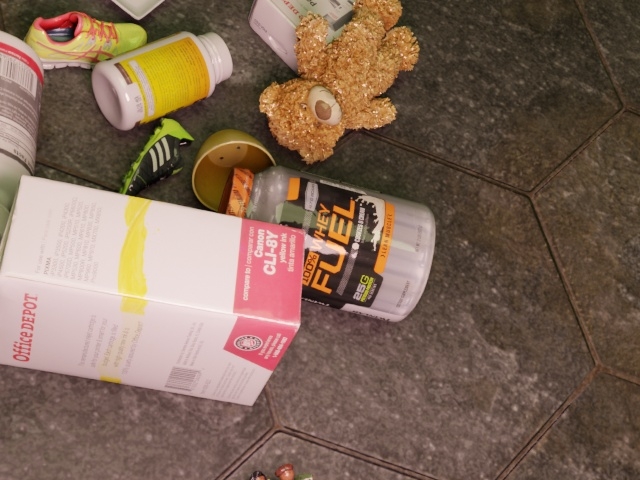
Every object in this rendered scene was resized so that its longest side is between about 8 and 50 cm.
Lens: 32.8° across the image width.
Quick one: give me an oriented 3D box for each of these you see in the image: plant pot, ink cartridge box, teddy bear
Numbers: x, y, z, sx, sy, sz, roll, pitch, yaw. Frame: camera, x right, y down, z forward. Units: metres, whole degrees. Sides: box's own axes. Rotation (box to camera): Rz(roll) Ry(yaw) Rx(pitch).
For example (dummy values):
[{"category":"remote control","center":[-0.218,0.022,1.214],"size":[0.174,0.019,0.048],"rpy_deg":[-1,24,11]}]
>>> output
[{"category":"plant pot","center":[-0.143,-0.124,1.728],"size":[0.134,0.134,0.095],"rpy_deg":[3,36,-17]},{"category":"ink cartridge box","center":[-0.241,0.077,1.478],"size":[0.385,0.279,0.160],"rpy_deg":[11,58,-13]},{"category":"ink cartridge box","center":[0.003,-0.410,1.948],"size":[0.218,0.092,0.158],"rpy_deg":[-38,79,-29]},{"category":"teddy bear","center":[0.052,-0.283,1.838],"size":[0.338,0.245,0.113],"rpy_deg":[-32,34,-35]}]

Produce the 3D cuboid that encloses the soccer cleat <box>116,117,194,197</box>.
[{"category":"soccer cleat","center":[-0.259,-0.119,1.718],"size":[0.072,0.060,0.179],"rpy_deg":[36,56,-12]}]

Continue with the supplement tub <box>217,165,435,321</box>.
[{"category":"supplement tub","center":[0.000,0.000,1.656],"size":[0.316,0.193,0.193],"rpy_deg":[14,58,-10]}]

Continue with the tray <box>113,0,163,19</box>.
[{"category":"tray","center":[-0.294,-0.497,1.932],"size":[0.145,0.030,0.270],"rpy_deg":[38,57,4]}]

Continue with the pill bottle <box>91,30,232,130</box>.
[{"category":"pill bottle","center":[-0.253,-0.266,1.765],"size":[0.215,0.117,0.117],"rpy_deg":[-27,73,-29]}]

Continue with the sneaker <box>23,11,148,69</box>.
[{"category":"sneaker","center":[-0.379,-0.332,1.773],"size":[0.208,0.094,0.081],"rpy_deg":[-11,65,-25]}]

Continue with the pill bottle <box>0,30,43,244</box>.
[{"category":"pill bottle","center":[-0.501,-0.134,1.572],"size":[0.176,0.176,0.318],"rpy_deg":[6,60,-15]}]

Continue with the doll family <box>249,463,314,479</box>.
[{"category":"doll family","center":[-0.096,0.373,1.486],"size":[0.193,0.076,0.111],"rpy_deg":[-22,76,-25]}]
